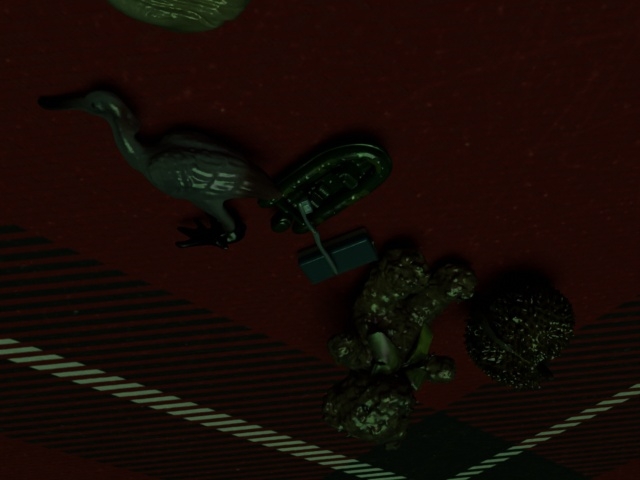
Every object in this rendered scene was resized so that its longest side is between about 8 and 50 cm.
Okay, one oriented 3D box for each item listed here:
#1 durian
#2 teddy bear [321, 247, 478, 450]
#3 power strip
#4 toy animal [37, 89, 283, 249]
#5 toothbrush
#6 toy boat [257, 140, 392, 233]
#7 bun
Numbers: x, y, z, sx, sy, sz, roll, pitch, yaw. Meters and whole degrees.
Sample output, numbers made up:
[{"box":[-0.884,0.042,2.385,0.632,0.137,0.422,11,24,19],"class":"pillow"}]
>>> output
[{"box":[0.338,0.158,1.101,0.166,0.196,0.196,9,134,-22],"class":"durian"},{"box":[0.125,0.181,1.074,0.246,0.223,0.296,16,134,-28],"class":"teddy bear"},{"box":[0.029,0.024,1.046,0.123,0.032,0.056,-21,134,15],"class":"power strip"},{"box":[-0.186,-0.095,0.865,0.195,0.090,0.324,-20,133,27],"class":"toy animal"},{"box":[0.000,0.000,0.971,0.019,0.013,0.193,-21,141,3],"class":"toothbrush"},{"box":[0.008,-0.075,0.928,0.210,0.052,0.104,-30,128,28],"class":"toy boat"},{"box":[-0.140,-0.289,0.655,0.166,0.113,0.173,-35,105,21],"class":"bun"}]
